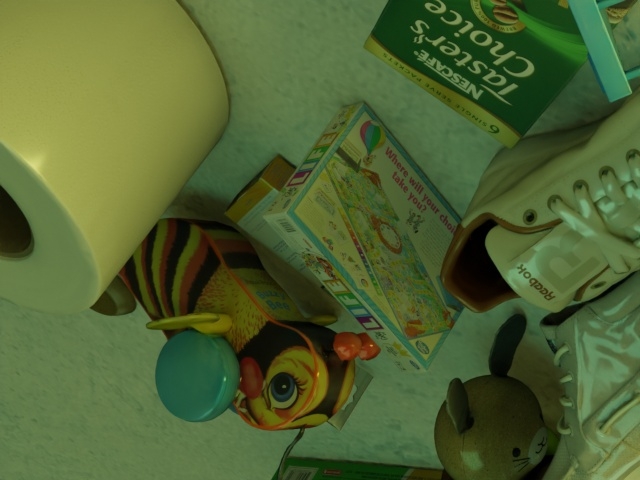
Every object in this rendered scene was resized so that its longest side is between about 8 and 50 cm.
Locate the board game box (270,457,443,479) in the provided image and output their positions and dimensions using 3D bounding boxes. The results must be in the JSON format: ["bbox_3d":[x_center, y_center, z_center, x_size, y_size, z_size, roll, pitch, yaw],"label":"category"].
[{"bbox_3d":[0.117,0.336,1.521,0.242,0.064,0.316,-5,132,49],"label":"board game box"}]

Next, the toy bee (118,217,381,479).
[{"bbox_3d":[-0.032,0.086,1.212,0.162,0.195,0.298,-39,88,25],"label":"toy bee"}]

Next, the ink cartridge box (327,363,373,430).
[{"bbox_3d":[-0.020,0.107,1.321,0.115,0.063,0.029,36,150,-2],"label":"ink cartridge box"}]

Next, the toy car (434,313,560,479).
[{"bbox_3d":[0.141,0.151,1.151,0.149,0.155,0.188,10,131,37],"label":"toy car"}]

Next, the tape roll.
[{"bbox_3d":[-0.209,-0.089,1.115,0.246,0.169,0.246,26,150,16],"label":"tape roll"}]

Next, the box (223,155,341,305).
[{"bbox_3d":[0.000,0.000,1.180,0.136,0.028,0.081,37,151,-9],"label":"box"}]

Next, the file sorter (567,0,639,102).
[{"bbox_3d":[0.133,-0.173,0.673,0.104,0.118,0.170,-21,127,14],"label":"file sorter"}]

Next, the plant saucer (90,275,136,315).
[{"bbox_3d":[-0.210,0.045,1.475,0.083,0.015,0.083,25,150,16],"label":"plant saucer"}]

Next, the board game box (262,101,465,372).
[{"bbox_3d":[0.042,-0.001,1.055,0.026,0.103,0.154,-8,129,51],"label":"board game box"}]

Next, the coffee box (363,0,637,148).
[{"bbox_3d":[0.102,-0.131,0.863,0.113,0.040,0.184,35,151,-1],"label":"coffee box"}]

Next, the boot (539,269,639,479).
[{"bbox_3d":[0.185,0.094,1.018,0.123,0.095,0.258,42,123,1],"label":"boot"}]

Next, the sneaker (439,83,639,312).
[{"bbox_3d":[0.173,-0.015,0.882,0.106,0.123,0.290,43,149,-12],"label":"sneaker"}]
